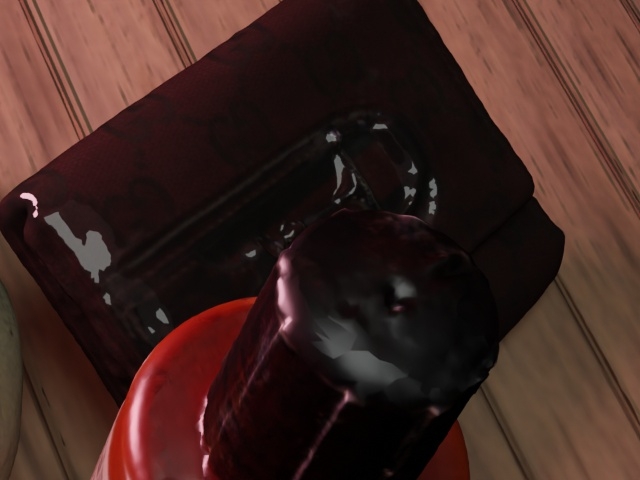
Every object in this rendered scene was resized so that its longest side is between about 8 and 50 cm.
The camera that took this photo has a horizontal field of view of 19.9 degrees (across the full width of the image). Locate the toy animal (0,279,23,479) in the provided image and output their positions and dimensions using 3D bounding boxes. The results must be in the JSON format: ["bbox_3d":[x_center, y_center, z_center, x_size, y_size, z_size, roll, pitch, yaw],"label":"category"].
[{"bbox_3d":[-0.169,0.016,0.671,0.121,0.094,0.225,13,42,-25],"label":"toy animal"}]

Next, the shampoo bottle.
[{"bbox_3d":[-0.021,0.089,0.555,0.104,0.278,0.104,10,54,-14],"label":"shampoo bottle"}]

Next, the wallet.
[{"bbox_3d":[0.000,0.000,0.741,0.229,0.049,0.182,-42,102,-37],"label":"wallet"}]
